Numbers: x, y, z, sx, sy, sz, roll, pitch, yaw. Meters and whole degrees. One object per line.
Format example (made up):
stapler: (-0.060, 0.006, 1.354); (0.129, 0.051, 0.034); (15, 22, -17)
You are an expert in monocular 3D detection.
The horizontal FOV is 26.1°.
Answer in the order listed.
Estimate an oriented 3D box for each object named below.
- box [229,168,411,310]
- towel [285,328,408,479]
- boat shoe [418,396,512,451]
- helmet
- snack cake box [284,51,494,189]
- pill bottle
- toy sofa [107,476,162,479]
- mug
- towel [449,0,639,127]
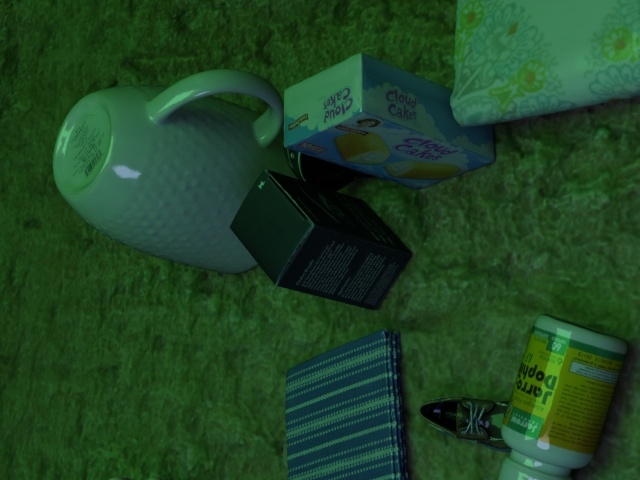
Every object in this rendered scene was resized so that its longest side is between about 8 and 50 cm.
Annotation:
box: (0.000, 0.000, 1.981); (0.108, 0.207, 0.153); (-58, 43, 18)
towel: (0.039, 0.315, 1.977); (0.243, 0.040, 0.336); (-27, 57, 43)
boat shoe: (0.203, 0.236, 1.785); (0.183, 0.066, 0.066); (-5, 74, 48)
helmet: (0.023, -0.160, 2.047); (0.161, 0.169, 0.169); (-14, 67, 35)
snack cake box: (0.096, -0.156, 1.879); (0.152, 0.264, 0.089); (-18, 65, 44)
pill bottle: (0.285, 0.203, 1.663); (0.117, 0.117, 0.208); (20, 93, 49)
toy sofa: (-0.344, 0.522, 2.227); (0.362, 0.177, 0.150); (-37, 52, 34)
mug: (-0.213, -0.137, 2.172); (0.374, 0.328, 0.276); (-41, 51, 33)
towel: (0.326, -0.346, 1.806); (0.320, 0.090, 0.375); (-10, 68, 42)
